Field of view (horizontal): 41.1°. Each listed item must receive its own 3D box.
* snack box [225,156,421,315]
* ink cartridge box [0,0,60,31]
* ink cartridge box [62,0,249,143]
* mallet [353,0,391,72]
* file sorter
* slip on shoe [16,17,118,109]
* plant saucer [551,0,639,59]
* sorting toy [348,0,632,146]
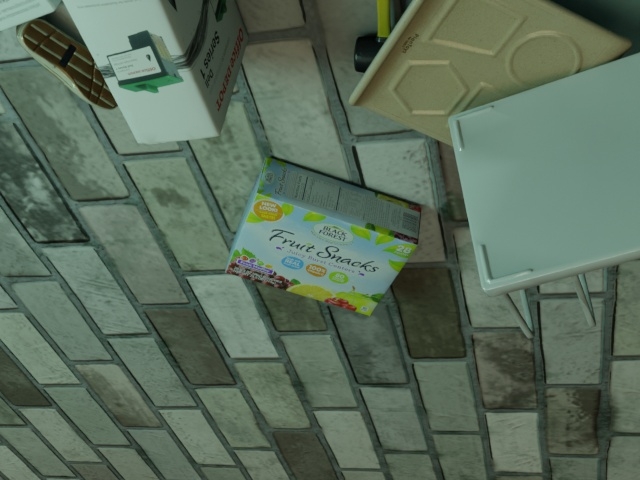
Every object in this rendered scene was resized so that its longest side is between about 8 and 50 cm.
[{"bbox_3d":[0.000,0.000,1.088,0.207,0.070,0.174,17,140,-10],"label":"snack box"},{"bbox_3d":[-0.352,-0.298,0.791,0.153,0.087,0.208,-12,135,24],"label":"ink cartridge box"},{"bbox_3d":[-0.150,-0.221,0.785,0.092,0.160,0.219,-3,140,16],"label":"ink cartridge box"},{"bbox_3d":[0.051,-0.241,0.821,0.062,0.039,0.190,0,135,16],"label":"mallet"},{"bbox_3d":[0.290,-0.039,0.802,0.277,0.193,0.173,-17,146,18],"label":"file sorter"},{"bbox_3d":[-0.276,-0.195,0.939,0.135,0.051,0.041,34,175,-38],"label":"slip on shoe"},{"bbox_3d":[0.280,-0.248,0.753,0.317,0.044,0.318,6,140,5],"label":"plant saucer"},{"bbox_3d":[0.157,-0.166,0.822,0.208,0.038,0.193,18,140,-17],"label":"sorting toy"}]
